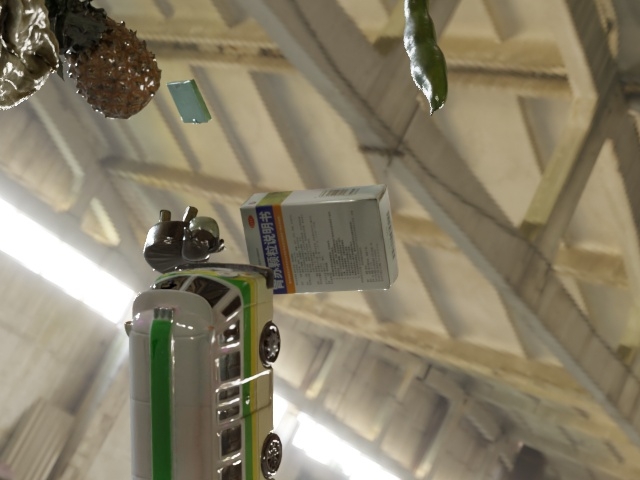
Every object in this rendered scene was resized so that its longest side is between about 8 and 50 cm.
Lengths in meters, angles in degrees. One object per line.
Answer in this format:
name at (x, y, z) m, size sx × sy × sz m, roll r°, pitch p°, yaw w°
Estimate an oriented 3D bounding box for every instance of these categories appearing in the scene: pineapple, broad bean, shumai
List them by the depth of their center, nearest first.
shumai at (-0.400, -0.259, 1.261) m, size 0.218 × 0.184 × 0.185 m, roll 49°, pitch -27°, yaw -21°
broad bean at (0.148, -0.289, 1.560) m, size 0.043 × 0.298 × 0.060 m, roll 19°, pitch -43°, yaw -29°
pineapple at (-0.417, -0.355, 1.807) m, size 0.165 × 0.166 × 0.364 m, roll 15°, pitch -21°, yaw 36°

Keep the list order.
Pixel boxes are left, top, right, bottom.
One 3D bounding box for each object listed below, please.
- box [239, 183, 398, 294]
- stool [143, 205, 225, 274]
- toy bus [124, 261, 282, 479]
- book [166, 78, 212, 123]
box at (0.000, 0.000, 2.230) m, size 0.299 × 0.106 × 0.200 m, roll -3°, pitch -71°, yaw 18°
stool at (-0.255, -0.001, 2.052) m, size 0.125 × 0.121 × 0.217 m, roll 31°, pitch -34°, yaw -24°
toy bus at (-0.148, 0.185, 1.309) m, size 0.143 × 0.306 × 0.179 m, roll 3°, pitch 5°, yaw 25°
book at (-0.287, -0.302, 2.352) m, size 0.135 × 0.017 × 0.103 m, roll 9°, pitch -53°, yaw 60°
